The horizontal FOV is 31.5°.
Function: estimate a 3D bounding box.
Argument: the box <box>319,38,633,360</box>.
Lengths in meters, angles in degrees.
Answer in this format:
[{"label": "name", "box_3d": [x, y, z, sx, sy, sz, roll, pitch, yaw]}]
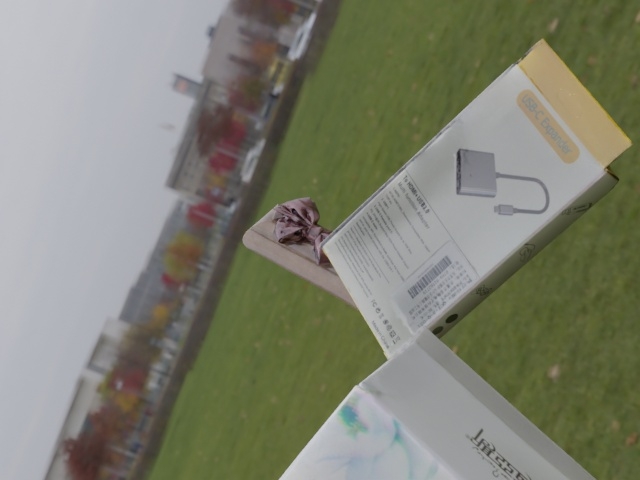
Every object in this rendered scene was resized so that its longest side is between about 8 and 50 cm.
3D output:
[{"label": "box", "box_3d": [0.118, -0.027, 0.876, 0.247, 0.033, 0.129, -43, 54, 19]}]

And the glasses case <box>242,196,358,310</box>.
[{"label": "glasses case", "box_3d": [0.000, 0.000, 1.541, 0.102, 0.193, 0.070, -53, -20, -23]}]

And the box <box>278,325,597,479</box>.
[{"label": "box", "box_3d": [0.057, 0.231, 0.804, 0.274, 0.203, 0.116, -54, -13, 33]}]
